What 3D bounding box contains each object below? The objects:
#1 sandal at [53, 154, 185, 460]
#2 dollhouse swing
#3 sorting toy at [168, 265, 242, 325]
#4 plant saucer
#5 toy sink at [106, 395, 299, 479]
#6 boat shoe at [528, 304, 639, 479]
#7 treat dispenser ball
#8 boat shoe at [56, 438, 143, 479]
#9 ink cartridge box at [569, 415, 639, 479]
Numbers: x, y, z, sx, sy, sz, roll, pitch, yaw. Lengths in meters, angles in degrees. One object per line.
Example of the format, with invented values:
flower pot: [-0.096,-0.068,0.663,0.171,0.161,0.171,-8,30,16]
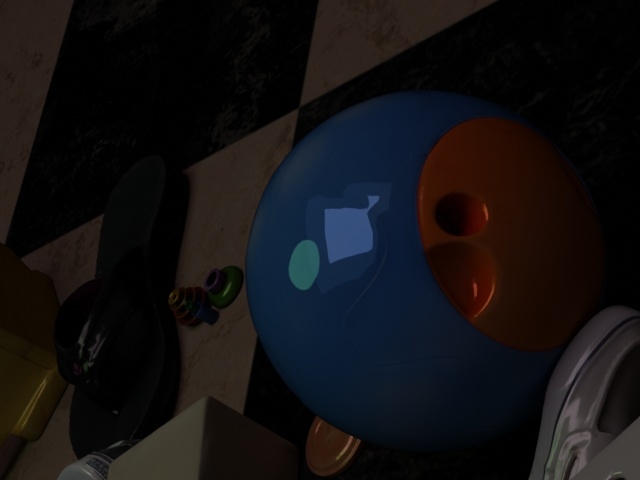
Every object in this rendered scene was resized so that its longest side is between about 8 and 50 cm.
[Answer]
sandal: [-0.251,0.077,1.873,0.167,0.107,0.446,-35,39,34]
dollhouse swing: [-0.541,0.151,1.992,0.305,0.347,0.315,-52,32,14]
sorting toy: [-0.135,0.061,1.786,0.102,0.042,0.061,-37,38,31]
plant saucer: [0.014,0.183,1.503,0.083,0.013,0.083,-35,38,34]
toy sink: [-0.113,0.293,1.480,0.153,0.131,0.234,-38,33,31]
boat shoe: [0.202,0.180,1.168,0.088,0.096,0.267,16,78,53]
treat dispenser ball: [0.084,0.024,1.273,0.288,0.288,0.288,-35,39,34]
boat shoe: [-0.253,0.305,1.699,0.102,0.108,0.301,-30,-19,-45]
ink cartridge box: [0.252,0.286,0.982,0.207,0.119,0.353,-47,35,20]
